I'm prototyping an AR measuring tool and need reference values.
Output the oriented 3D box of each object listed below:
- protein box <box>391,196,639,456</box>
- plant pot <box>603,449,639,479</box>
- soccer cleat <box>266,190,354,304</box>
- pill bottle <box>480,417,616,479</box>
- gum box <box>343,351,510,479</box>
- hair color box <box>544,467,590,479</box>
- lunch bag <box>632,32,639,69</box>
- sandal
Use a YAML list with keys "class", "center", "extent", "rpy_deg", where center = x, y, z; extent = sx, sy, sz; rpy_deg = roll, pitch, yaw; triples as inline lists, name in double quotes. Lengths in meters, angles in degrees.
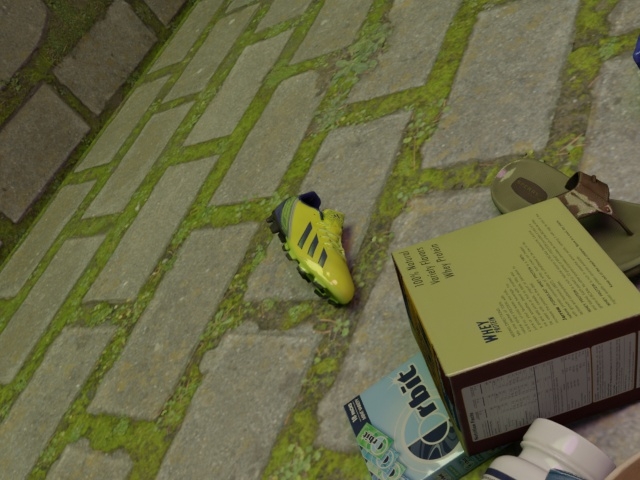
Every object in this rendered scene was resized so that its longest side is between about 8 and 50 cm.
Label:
- class: "protein box"
  center: [0.209, 0.087, 0.732]
  extent: [0.201, 0.136, 0.200]
  rpy_deg: [-19, 37, 1]
- class: "plant pot"
  center: [0.280, 0.250, 0.332]
  extent: [0.284, 0.191, 0.284]
  rpy_deg: [-20, 22, 9]
- class: "soccer cleat"
  center: [-0.001, -0.001, 1.120]
  extent: [0.121, 0.093, 0.289]
  rpy_deg: [-35, 35, -1]
- class: "pill bottle"
  center: [0.190, 0.266, 0.625]
  extent: [0.187, 0.112, 0.112]
  rpy_deg: [-52, 36, -15]
- class: "gum box"
  center: [0.131, 0.209, 0.806]
  extent: [0.184, 0.041, 0.157]
  rpy_deg: [-37, 35, 8]
- class: "hair color box"
  center: [0.170, 0.366, 0.477]
  extent: [0.105, 0.174, 0.347]
  rpy_deg: [6, 56, 52]
- class: "lunch bag"
  center: [0.551, -0.300, 0.889]
  extent: [0.221, 0.138, 0.293]
  rpy_deg: [-15, 34, 38]
- class: "sandal"
  center: [0.309, -0.041, 0.861]
  extent: [0.120, 0.086, 0.303]
  rpy_deg: [-44, 34, -3]
